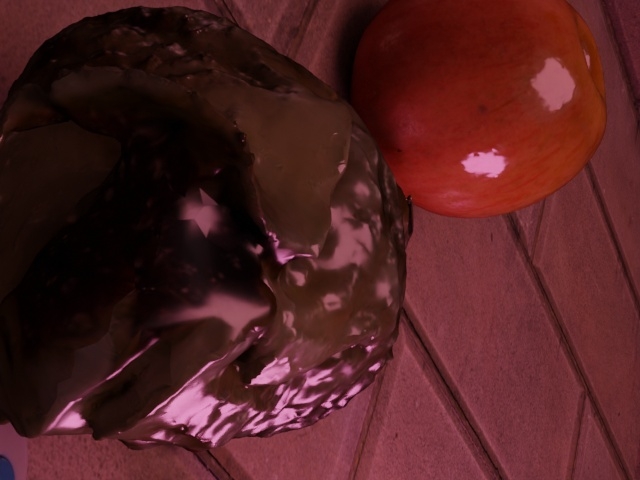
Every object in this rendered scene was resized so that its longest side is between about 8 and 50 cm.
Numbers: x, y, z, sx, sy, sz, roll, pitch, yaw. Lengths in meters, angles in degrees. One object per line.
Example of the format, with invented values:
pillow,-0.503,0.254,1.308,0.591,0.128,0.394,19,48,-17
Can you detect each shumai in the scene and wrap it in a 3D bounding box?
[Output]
shumai,-0.131,0.024,0.919,0.348,0.395,0.395,-52,133,-70

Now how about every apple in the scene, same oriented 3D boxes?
apple,0.234,-0.209,1.729,0.364,0.363,0.364,12,77,-61

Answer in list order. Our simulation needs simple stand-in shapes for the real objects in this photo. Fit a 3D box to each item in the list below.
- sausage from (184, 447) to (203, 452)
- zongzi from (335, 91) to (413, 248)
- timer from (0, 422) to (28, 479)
sausage,-0.070,0.134,1.185,0.078,0.304,0.078,14,57,-23
zongzi,0.000,0.000,1.476,0.286,0.138,0.300,53,45,-42
timer,-0.329,0.166,0.886,0.262,0.087,0.237,-53,133,-51
